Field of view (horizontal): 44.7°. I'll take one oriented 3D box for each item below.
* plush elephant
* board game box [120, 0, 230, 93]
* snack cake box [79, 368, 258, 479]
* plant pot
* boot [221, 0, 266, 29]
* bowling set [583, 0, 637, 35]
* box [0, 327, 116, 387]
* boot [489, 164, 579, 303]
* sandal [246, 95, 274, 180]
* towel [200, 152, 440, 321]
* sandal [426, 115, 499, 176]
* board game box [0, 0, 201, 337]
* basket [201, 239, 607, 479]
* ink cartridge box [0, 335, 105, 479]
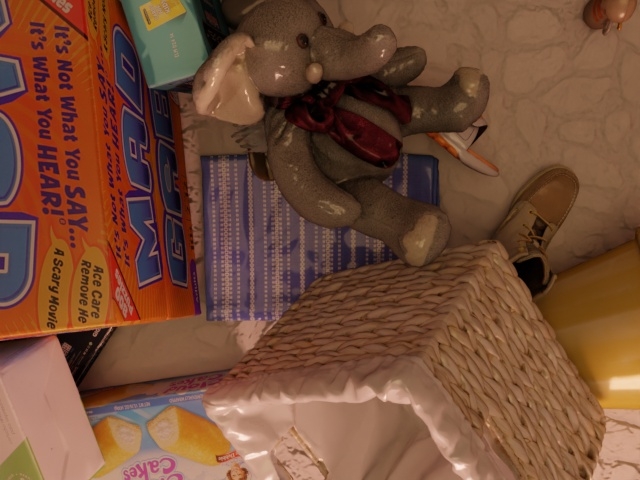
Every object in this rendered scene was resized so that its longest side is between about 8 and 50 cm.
[{"bbox_3d":[0.010,-0.170,0.864,0.330,0.255,0.271,15,63,25],"label":"plush elephant"},{"bbox_3d":[-0.193,-0.351,0.936,0.079,0.254,0.336,-15,98,5],"label":"board game box"},{"bbox_3d":[-0.221,0.282,1.123,0.264,0.089,0.152,-10,98,5],"label":"snack cake box"},{"bbox_3d":[0.398,0.115,1.001,0.239,0.254,0.254,-17,98,21],"label":"plant pot"},{"bbox_3d":[-0.040,-0.379,0.966,0.247,0.161,0.083,-31,62,3],"label":"boot"},{"bbox_3d":[0.314,-0.407,0.954,0.200,0.154,0.287,9,99,1],"label":"bowling set"},{"bbox_3d":[-0.410,0.140,1.127,0.175,0.051,0.220,34,99,-2],"label":"box"},{"bbox_3d":[0.276,0.002,1.014,0.077,0.165,0.213,36,100,-4],"label":"boot"},{"bbox_3d":[-0.074,-0.171,1.062,0.072,0.049,0.180,-2,96,-11],"label":"sandal"},{"bbox_3d":[0.000,0.000,1.093,0.336,0.040,0.243,0,98,3],"label":"towel"},{"bbox_3d":[0.146,-0.184,1.024,0.265,0.102,0.076,39,101,-2],"label":"sandal"},{"bbox_3d":[-0.367,-0.063,0.907,0.357,0.356,0.356,-7,85,4],"label":"board game box"},{"bbox_3d":[0.111,0.207,0.917,0.331,0.266,0.328,-16,116,45],"label":"basket"},{"bbox_3d":[-0.496,0.261,1.062,0.354,0.119,0.207,-11,104,23],"label":"ink cartridge box"}]
